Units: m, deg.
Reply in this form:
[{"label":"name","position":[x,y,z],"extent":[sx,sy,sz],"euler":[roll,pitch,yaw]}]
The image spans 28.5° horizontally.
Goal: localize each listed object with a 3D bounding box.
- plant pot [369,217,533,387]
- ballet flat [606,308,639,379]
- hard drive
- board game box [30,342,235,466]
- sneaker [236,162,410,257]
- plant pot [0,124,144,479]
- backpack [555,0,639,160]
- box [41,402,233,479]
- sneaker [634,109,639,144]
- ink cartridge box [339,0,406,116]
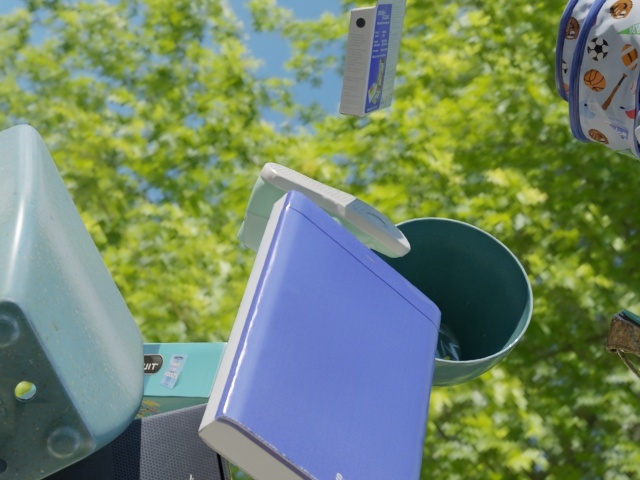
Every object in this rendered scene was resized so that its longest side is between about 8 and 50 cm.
[{"label":"plant pot","position":[0.192,0.134,2.128],"extent":[0.290,0.290,0.195],"euler":[43,-32,21]},{"label":"ballet flat","position":[0.435,0.159,1.548],"extent":[0.206,0.073,0.067],"euler":[36,-76,45]},{"label":"hard drive","position":[0.014,0.114,1.153],"extent":[0.210,0.319,0.040],"euler":[39,-56,-18]},{"label":"board game box","position":[-0.183,0.225,1.706],"extent":[0.336,0.079,0.254],"euler":[-4,-32,38]},{"label":"sneaker","position":[0.000,0.000,1.914],"extent":[0.255,0.094,0.151],"euler":[25,-74,-9]},{"label":"plant pot","position":[-0.288,0.090,1.025],"extent":[0.252,0.247,0.248],"euler":[-127,-167,-66]},{"label":"backpack","position":[0.410,-0.234,1.565],"extent":[0.213,0.263,0.277],"euler":[15,-49,34]},{"label":"box","position":[-0.186,0.260,1.113],"extent":[0.059,0.232,0.183],"euler":[77,0,-61]},{"label":"sneaker","position":[0.379,-0.209,1.273],"extent":[0.123,0.295,0.178],"euler":[-30,-92,47]},{"label":"ink cartridge box","position":[0.083,-0.297,1.889],"extent":[0.045,0.206,0.208],"euler":[12,-77,13]}]
